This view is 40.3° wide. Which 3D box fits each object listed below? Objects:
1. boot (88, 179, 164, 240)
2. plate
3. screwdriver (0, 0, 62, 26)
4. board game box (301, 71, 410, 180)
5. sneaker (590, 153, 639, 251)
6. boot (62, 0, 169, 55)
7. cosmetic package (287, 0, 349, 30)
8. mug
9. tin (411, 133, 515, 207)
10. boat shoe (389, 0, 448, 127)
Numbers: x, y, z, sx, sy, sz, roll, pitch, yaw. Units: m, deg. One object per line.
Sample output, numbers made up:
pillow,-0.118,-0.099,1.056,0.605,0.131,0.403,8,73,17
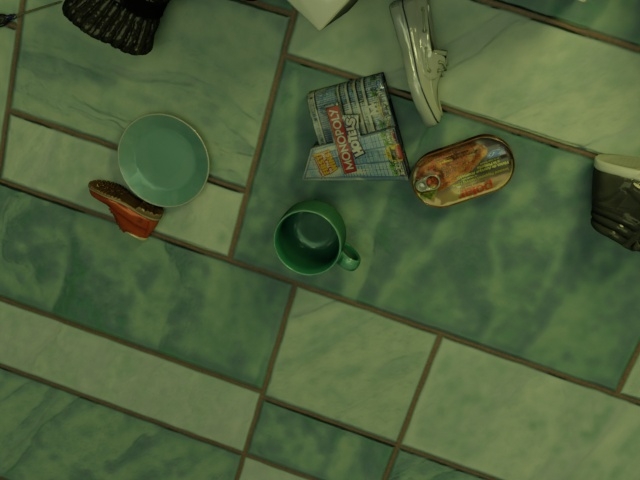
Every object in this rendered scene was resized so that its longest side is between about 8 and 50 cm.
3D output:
boot,-0.398,-0.059,1.731,0.158,0.059,0.085,29,118,-1
plate,-0.302,-0.156,1.691,0.188,0.024,0.188,4,112,11
screwdriver,-0.564,-0.427,1.650,0.169,0.024,0.025,-10,138,8
board game box,0.046,-0.185,1.589,0.194,0.060,0.194,-13,107,15
sneaker,0.601,-0.043,1.490,0.295,0.104,0.147,18,118,24
boot,-0.262,-0.431,1.518,0.348,0.131,0.260,30,107,11
cosmetic package,-0.016,-0.476,1.401,0.224,0.225,0.138,44,114,-6
mug,-0.010,0.000,1.649,0.129,0.097,0.158,-25,104,19
tin,0.258,-0.126,1.580,0.189,0.040,0.106,-17,102,17
boat shoe,0.184,-0.309,1.500,0.075,0.083,0.226,-14,106,17
